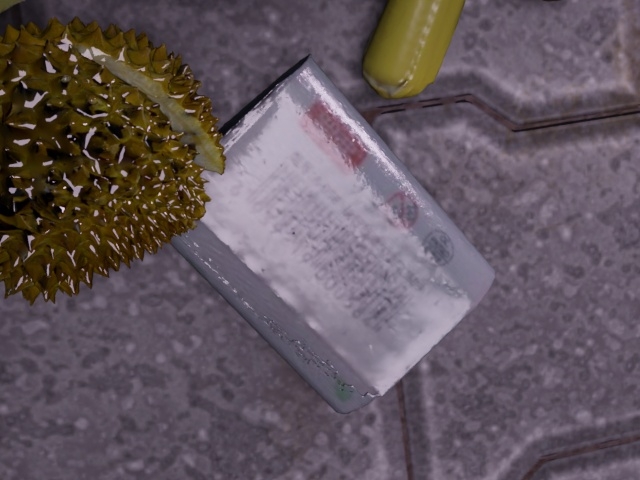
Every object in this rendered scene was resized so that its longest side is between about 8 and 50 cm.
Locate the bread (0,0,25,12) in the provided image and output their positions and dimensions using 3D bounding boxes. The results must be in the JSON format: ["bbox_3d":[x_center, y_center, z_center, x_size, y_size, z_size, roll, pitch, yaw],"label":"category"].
[{"bbox_3d":[-0.246,-0.199,0.506,0.074,0.139,0.084,-32,147,0],"label":"bread"}]

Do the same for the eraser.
[{"bbox_3d":[0.000,0.000,0.630,0.174,0.081,0.227,-42,106,3],"label":"eraser"}]

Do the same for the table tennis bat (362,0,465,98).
[{"bbox_3d":[0.117,-0.264,0.554,0.054,0.224,0.369,7,119,-30],"label":"table tennis bat"}]

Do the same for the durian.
[{"bbox_3d":[-0.194,-0.055,0.526,0.237,0.138,0.193,-27,78,16],"label":"durian"}]
